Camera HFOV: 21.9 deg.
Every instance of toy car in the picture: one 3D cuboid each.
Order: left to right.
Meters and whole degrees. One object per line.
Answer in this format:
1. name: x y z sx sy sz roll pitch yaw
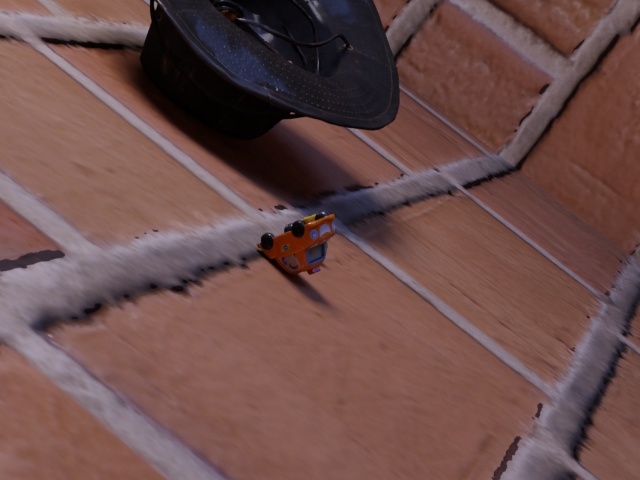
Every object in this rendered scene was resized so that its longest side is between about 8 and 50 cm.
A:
1. toy car: 0.000 0.000 1.220 0.040 0.060 0.122 69 22 0

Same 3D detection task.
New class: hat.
1. hat: -0.077 -0.183 1.503 0.331 0.134 0.331 28 33 -20
